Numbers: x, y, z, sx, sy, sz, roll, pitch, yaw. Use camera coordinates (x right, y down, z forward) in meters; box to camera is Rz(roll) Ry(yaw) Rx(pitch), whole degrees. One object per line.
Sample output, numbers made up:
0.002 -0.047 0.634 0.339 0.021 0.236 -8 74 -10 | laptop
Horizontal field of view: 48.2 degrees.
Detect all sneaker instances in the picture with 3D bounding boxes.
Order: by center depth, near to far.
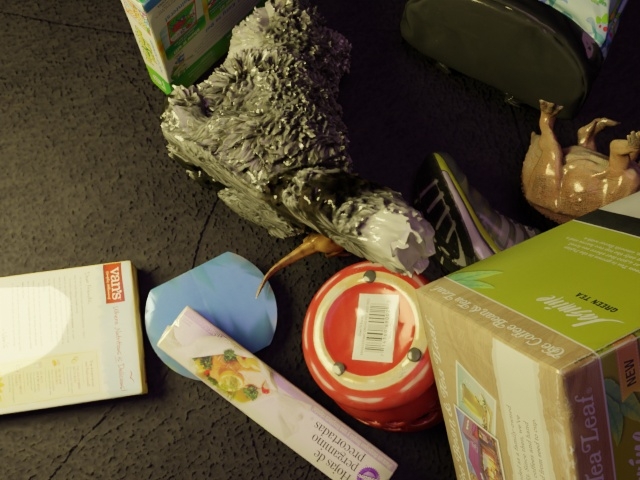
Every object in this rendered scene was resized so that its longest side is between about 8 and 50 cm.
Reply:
0.232 0.006 0.955 0.121 0.111 0.300 -25 79 -27 | sneaker

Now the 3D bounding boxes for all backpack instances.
0.322 -0.399 0.994 0.290 0.273 0.355 32 64 12 | backpack

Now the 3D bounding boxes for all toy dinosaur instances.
0.335 -0.057 0.914 0.127 0.295 0.200 4 111 -36 | toy dinosaur
0.000 0.000 0.927 0.211 0.112 0.064 -30 83 -3 | toy dinosaur

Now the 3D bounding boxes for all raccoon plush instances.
0.022 -0.149 0.884 0.446 0.216 0.299 30 75 28 | raccoon plush

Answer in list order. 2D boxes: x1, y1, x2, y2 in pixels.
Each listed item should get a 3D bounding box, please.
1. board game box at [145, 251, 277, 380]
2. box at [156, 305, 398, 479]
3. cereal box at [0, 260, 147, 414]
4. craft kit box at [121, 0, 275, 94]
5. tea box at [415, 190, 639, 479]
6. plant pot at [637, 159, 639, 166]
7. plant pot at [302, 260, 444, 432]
-0.140 0.100 0.937 0.168 0.033 0.133 -27 86 -7 | board game box
-0.055 0.201 0.881 0.324 0.067 0.063 37 80 0 | box
-0.348 0.127 0.909 0.240 0.047 0.173 -7 77 -5 | cereal box
-0.137 -0.332 0.935 0.061 0.247 0.250 41 77 10 | craft kit box
0.309 0.163 0.715 0.323 0.220 0.329 -22 111 -17 | tea box
0.469 -0.055 0.974 0.134 0.095 0.134 1 76 -3 | plant pot
0.076 0.122 0.844 0.191 0.174 0.191 -8 67 20 | plant pot
